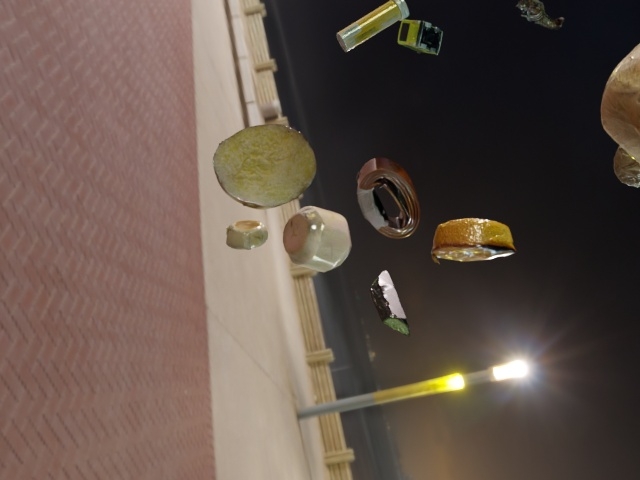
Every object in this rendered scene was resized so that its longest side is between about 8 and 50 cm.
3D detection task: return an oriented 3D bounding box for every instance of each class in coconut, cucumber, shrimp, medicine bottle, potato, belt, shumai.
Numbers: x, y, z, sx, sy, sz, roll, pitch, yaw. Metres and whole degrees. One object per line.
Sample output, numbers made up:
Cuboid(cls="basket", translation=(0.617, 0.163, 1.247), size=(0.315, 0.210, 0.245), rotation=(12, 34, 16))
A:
Cuboid(cls="coconut", translation=(0.000, 0.000, 1.998), size=(0.233, 0.224, 0.224), rotation=(12, 58, -45))
Cuboid(cls="cucumber", translation=(0.164, 0.145, 1.500), size=(0.220, 0.070, 0.046), rotation=(-109, -146, -50))
Cuboid(cls="shrimp", translation=(0.680, -0.708, 1.894), size=(0.076, 0.174, 0.082), rotation=(-1, -114, 66))
Cuboid(cls="medicine bottle", translation=(0.154, -0.646, 1.794), size=(0.074, 0.218, 0.074), rotation=(58, -3, 4))
Cuboid(cls="potato", translation=(-0.157, -0.187, 1.657), size=(0.239, 0.299, 0.116), rotation=(58, -27, 10))
Cuboid(cls="belt", translation=(0.215, -0.132, 1.922), size=(0.261, 0.184, 0.105), rotation=(54, 21, -25))
Cuboid(cls="shumai", translation=(1.131, -0.269, 2.090), size=(0.120, 0.201, 0.202), rotation=(-55, 135, -63))
Cuboid(cls="coconut", translation=(0.937, -0.369, 1.595), size=(0.360, 0.346, 0.347), rotation=(-48, 138, -37))

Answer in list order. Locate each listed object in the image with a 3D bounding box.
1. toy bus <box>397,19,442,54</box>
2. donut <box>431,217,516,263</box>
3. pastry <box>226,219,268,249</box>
Cuboid(cls="toy bus", translation=(0.332, -0.673, 1.992), size=(0.175, 0.101, 0.088), rotation=(-11, 114, -58))
Cuboid(cls="donut", translation=(0.456, 0.011, 1.803), size=(0.253, 0.253, 0.119), rotation=(72, 23, -74))
Cuboid(cls="pastry", translation=(-0.285, -0.022, 2.318), size=(0.166, 0.165, 0.088), rotation=(-98, -172, -70))
